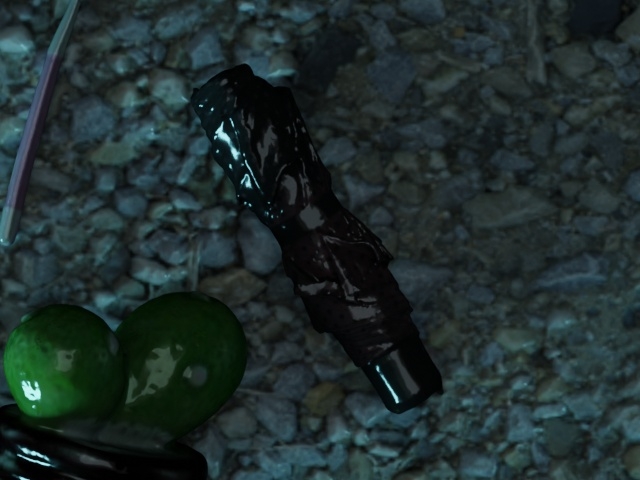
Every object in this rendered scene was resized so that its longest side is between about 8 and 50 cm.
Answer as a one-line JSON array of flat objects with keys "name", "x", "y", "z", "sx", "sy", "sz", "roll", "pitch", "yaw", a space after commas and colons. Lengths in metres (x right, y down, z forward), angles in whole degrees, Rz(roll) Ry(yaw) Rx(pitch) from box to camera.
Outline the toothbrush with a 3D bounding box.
[{"name": "toothbrush", "x": -0.231, "y": -0.135, "z": 1.605, "sx": 0.025, "sy": 0.020, "sz": 0.286, "roll": 14, "pitch": 86, "yaw": 4}]

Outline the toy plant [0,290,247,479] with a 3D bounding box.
[{"name": "toy plant", "x": -0.166, "y": 0.148, "z": 1.526, "sx": 0.218, "sy": 0.175, "sz": 0.235, "roll": 12, "pitch": 94, "yaw": -46}]

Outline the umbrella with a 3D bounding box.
[{"name": "umbrella", "x": 0.000, "y": 0.000, "z": 1.585, "sx": 0.090, "sy": 0.094, "sz": 0.326, "roll": -32, "pitch": 92, "yaw": -6}]
